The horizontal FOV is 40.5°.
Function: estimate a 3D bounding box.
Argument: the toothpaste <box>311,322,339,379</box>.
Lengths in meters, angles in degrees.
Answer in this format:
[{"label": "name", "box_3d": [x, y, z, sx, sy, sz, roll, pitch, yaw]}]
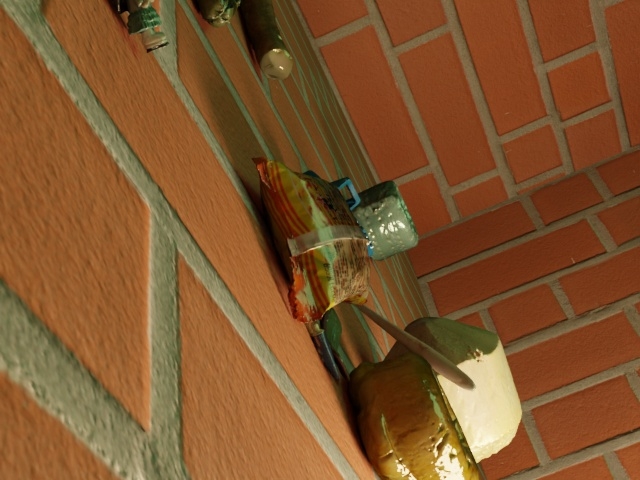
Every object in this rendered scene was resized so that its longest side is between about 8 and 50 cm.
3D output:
[{"label": "toothpaste", "box_3d": [0.007, 0.149, 1.156, 0.083, 0.019, 0.027, 67, -16, -8]}]

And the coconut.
[{"label": "coconut", "box_3d": [0.216, 0.248, 1.501, 0.239, 0.239, 0.244, -73, 140, -77]}]

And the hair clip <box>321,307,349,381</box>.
[{"label": "hair clip", "box_3d": [0.022, 0.147, 1.242, 0.137, 0.022, 0.054, -99, 165, -60]}]

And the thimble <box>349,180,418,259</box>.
[{"label": "thimble", "box_3d": [0.167, -0.055, 2.323, 0.235, 0.143, 0.198, 47, 21, -69]}]

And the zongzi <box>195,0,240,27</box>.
[{"label": "zongzi", "box_3d": [-0.176, -0.382, 1.316, 0.119, 0.055, 0.109, 52, 15, -19]}]

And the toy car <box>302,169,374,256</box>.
[{"label": "toy car", "box_3d": [0.027, -0.044, 1.432, 0.191, 0.100, 0.097, 53, -3, 29]}]

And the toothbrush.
[{"label": "toothbrush", "box_3d": [0.115, 0.141, 1.341, 0.307, 0.025, 0.029, 35, 1, 29]}]

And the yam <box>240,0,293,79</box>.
[{"label": "yam", "box_3d": [-0.123, -0.459, 1.765, 0.081, 0.081, 0.357, 58, 11, -50]}]

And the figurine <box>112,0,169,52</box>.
[{"label": "figurine", "box_3d": [-0.186, -0.243, 0.869, 0.060, 0.047, 0.106, -73, 143, -64]}]

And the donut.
[{"label": "donut", "box_3d": [0.136, 0.276, 1.264, 0.209, 0.128, 0.261, -107, 170, -46]}]

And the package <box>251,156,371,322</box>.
[{"label": "package", "box_3d": [-0.003, -0.006, 1.213, 0.223, 0.108, 0.288, 67, 11, 7]}]
